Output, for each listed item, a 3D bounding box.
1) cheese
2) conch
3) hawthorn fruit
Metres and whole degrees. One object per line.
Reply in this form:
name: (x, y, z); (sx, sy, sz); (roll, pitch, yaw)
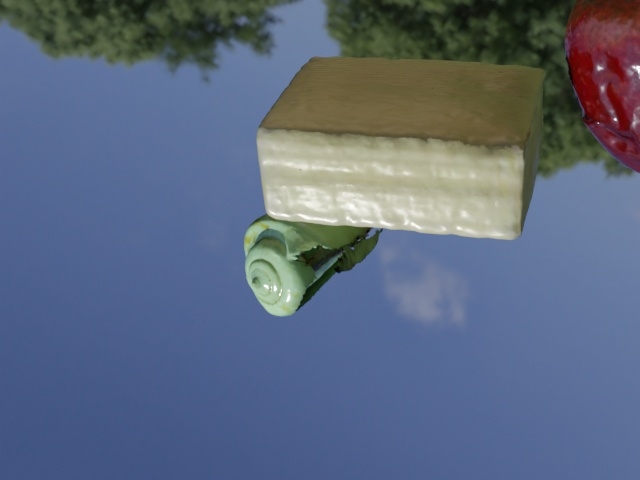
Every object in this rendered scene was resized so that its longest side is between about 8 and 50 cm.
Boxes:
cheese: (0.091, -0.103, 1.389); (0.265, 0.124, 0.242); (4, -156, 13)
conch: (0.007, 0.005, 1.781); (0.250, 0.143, 0.137); (-22, -118, -23)
hawthorn fruit: (0.359, -0.143, 1.296); (0.230, 0.266, 0.210); (-2, -154, 18)
